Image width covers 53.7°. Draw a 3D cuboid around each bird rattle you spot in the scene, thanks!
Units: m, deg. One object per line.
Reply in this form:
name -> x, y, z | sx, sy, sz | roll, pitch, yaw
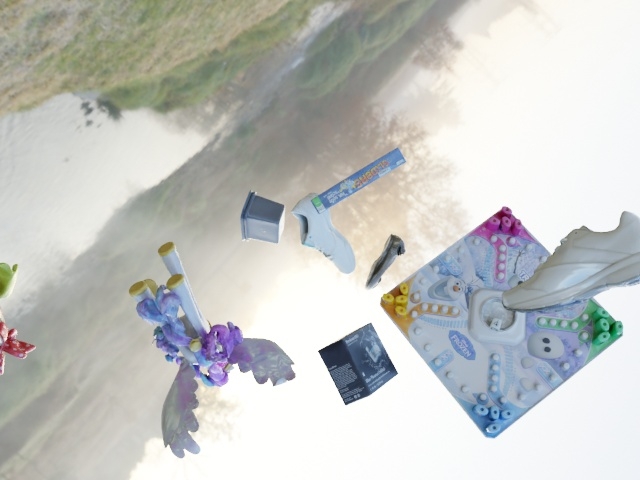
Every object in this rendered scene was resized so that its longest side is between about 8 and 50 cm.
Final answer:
bird rattle -> -0.743, 0.172, 1.393 | 0.143, 0.253, 0.207 | -12, 167, -5

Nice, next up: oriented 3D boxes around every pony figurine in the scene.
pony figurine -> -0.250, 0.219, 1.326 | 0.303, 0.363, 0.351 | -29, -154, -7

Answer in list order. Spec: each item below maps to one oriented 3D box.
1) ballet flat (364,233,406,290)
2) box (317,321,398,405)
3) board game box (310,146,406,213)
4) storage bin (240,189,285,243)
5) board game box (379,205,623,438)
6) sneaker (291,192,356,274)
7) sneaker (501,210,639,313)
ballet flat -> 0.183, 0.071, 1.794 | 0.250, 0.058, 0.084 | 114, -5, -48
box -> 0.099, 0.315, 1.629 | 0.093, 0.158, 0.156 | -33, 172, 34
board game box -> 0.079, -0.124, 1.296 | 0.201, 0.035, 0.136 | -31, -177, 9
storage bin -> -0.133, -0.053, 1.516 | 0.135, 0.091, 0.098 | 100, 6, -60
board game box -> 0.396, 0.164, 1.403 | 0.390, 0.390, 0.050 | -35, 158, -8
sneaker -> 0.000, 0.000, 1.465 | 0.094, 0.212, 0.080 | -37, -168, -34
sneaker -> 0.463, 0.050, 1.146 | 0.297, 0.129, 0.111 | -28, 160, 29
